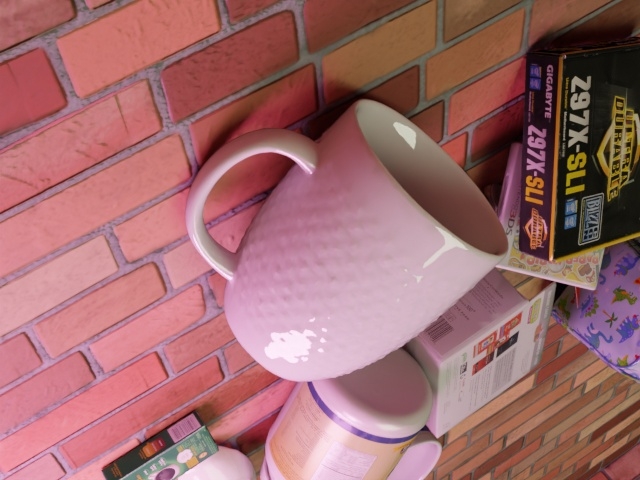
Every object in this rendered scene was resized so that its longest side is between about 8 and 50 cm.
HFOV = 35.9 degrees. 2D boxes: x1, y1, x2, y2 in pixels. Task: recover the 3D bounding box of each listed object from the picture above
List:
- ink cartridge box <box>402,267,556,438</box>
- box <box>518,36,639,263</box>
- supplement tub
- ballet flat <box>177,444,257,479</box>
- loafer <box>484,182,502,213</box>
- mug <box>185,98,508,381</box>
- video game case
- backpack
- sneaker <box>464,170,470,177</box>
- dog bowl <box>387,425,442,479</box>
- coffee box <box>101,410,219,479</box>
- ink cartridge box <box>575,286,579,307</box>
[{"bbox_3d":[0.286,0.187,1.845,0.271,0.130,0.309,-31,147,-17],"label":"ink cartridge box"},{"bbox_3d":[0.430,-0.148,1.558,0.257,0.079,0.322,-13,111,-34],"label":"box"},{"bbox_3d":[0.037,0.340,1.754,0.228,0.228,0.316,-7,137,-41],"label":"supplement tub"},{"bbox_3d":[-0.158,0.506,1.857,0.139,0.139,0.400,-31,148,-13],"label":"ballet flat"},{"bbox_3d":[0.301,-0.064,1.698,0.125,0.039,0.045,31,64,-55],"label":"loafer"},{"bbox_3d":[0.000,0.000,1.290,0.374,0.276,0.328,33,115,-26],"label":"mug"},{"bbox_3d":[0.393,-0.038,1.655,0.227,0.026,0.206,13,89,-27],"label":"video game case"},{"bbox_3d":[0.650,0.149,2.031,0.290,0.355,0.273,-47,147,14],"label":"backpack"},{"bbox_3d":[0.244,-0.017,1.641,0.083,0.098,0.224,-35,148,-8],"label":"sneaker"},{"bbox_3d":[0.130,0.489,2.160,0.265,0.104,0.265,-27,146,-20],"label":"dog bowl"},{"bbox_3d":[-0.266,0.368,1.653,0.184,0.040,0.113,-32,148,-12],"label":"coffee box"},{"bbox_3d":[0.501,-0.015,1.817,0.066,0.232,0.189,-2,155,17],"label":"ink cartridge box"}]
